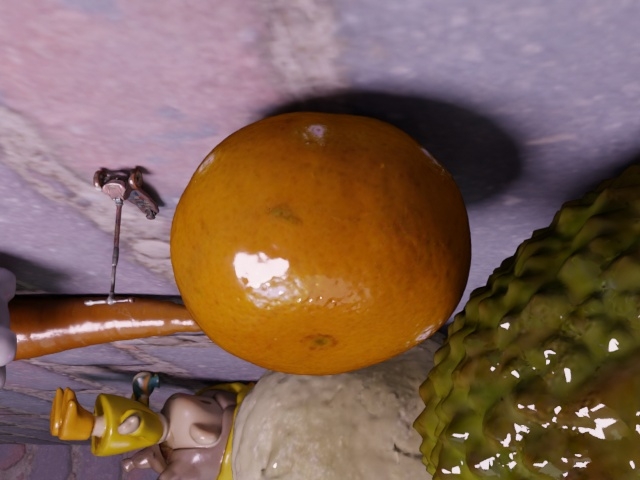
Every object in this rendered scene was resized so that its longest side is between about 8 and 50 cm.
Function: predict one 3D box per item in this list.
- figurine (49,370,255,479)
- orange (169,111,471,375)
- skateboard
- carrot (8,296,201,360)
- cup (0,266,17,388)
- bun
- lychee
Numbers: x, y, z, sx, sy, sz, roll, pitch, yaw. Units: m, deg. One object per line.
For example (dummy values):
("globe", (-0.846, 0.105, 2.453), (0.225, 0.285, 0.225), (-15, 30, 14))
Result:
("figurine", (-0.230, 0.291, 1.100), (0.344, 0.187, 0.215), (16, 179, -24))
("orange", (0.000, 0.000, 0.378), (0.156, 0.124, 0.156), (-2, 142, -2))
("skateboard", (-0.120, 0.004, 0.448), (0.032, 0.083, 0.064), (-3, 160, 10))
("carrot", (-0.256, 0.083, 0.709), (0.336, 0.069, 0.069), (-5, 158, 10))
("cup", (-0.335, 0.077, 0.592), (0.142, 0.134, 0.173), (4, 160, -31))
("bun", (0.068, 0.213, 0.787), (0.352, 0.227, 0.349), (8, 158, -24))
("lychee", (0.211, 0.077, 0.378), (0.320, 0.270, 0.270), (4, 160, 7))
